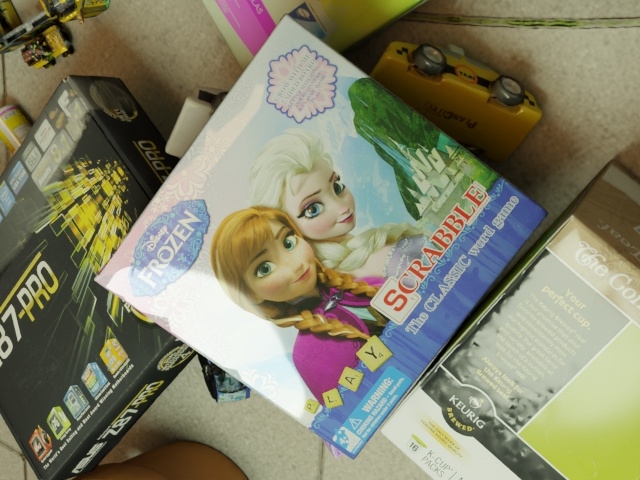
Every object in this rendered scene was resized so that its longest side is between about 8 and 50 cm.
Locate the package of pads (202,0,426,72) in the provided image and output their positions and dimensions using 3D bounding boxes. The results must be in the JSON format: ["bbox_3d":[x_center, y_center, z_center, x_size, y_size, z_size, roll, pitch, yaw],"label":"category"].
[{"bbox_3d":[0.000,-0.318,1.093,0.296,0.101,0.229,-27,96,30],"label":"package of pads"}]

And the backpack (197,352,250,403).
[{"bbox_3d":[-0.112,0.148,1.306,0.084,0.105,0.114,-9,143,-11],"label":"backpack"}]

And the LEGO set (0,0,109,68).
[{"bbox_3d":[-0.429,-0.356,1.234,0.255,0.192,0.331,-13,102,29],"label":"LEGO set"}]

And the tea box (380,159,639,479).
[{"bbox_3d":[0.302,0.158,1.043,0.329,0.220,0.323,42,121,7],"label":"tea box"}]

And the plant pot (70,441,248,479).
[{"bbox_3d":[-0.212,0.406,1.388,0.291,0.203,0.291,8,110,23],"label":"plant pot"}]

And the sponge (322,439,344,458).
[{"bbox_3d":[-0.019,0.165,1.222,0.031,0.210,0.117,-24,107,-12],"label":"sponge"}]

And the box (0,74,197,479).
[{"bbox_3d":[-0.283,0.052,1.231,0.395,0.097,0.318,-47,67,30],"label":"box"}]

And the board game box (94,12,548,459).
[{"bbox_3d":[0.000,0.000,1.016,0.318,0.066,0.318,35,98,-7],"label":"board game box"}]

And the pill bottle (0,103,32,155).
[{"bbox_3d":[-0.403,-0.139,1.383,0.043,0.043,0.083,-38,89,31],"label":"pill bottle"}]

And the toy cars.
[{"bbox_3d":[0.031,-0.138,1.107,0.394,0.087,0.176,-11,136,12],"label":"toy cars"}]
